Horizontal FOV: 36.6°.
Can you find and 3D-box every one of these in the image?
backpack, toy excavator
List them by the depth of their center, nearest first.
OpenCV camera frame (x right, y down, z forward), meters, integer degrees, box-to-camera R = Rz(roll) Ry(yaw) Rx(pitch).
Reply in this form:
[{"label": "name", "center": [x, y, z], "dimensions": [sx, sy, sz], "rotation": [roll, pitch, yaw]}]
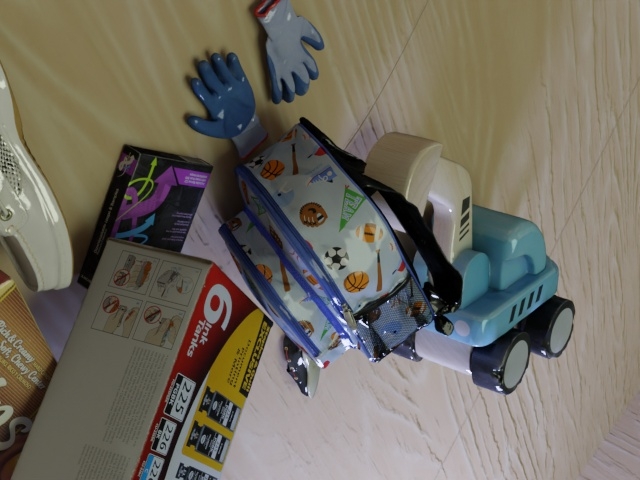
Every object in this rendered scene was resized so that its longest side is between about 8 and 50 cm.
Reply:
[{"label": "backpack", "center": [0.000, 0.000, 1.151], "dimensions": [0.213, 0.276, 0.263], "rotation": [-35, 138, -13]}, {"label": "toy excavator", "center": [0.214, 0.014, 1.492], "dimensions": [0.433, 0.222, 0.445], "rotation": [-26, 123, -44]}]

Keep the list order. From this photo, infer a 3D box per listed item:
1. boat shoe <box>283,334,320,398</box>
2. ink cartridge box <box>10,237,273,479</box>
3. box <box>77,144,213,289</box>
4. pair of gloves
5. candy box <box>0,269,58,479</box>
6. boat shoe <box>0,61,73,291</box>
[{"label": "boat shoe", "center": [-0.027, 0.183, 1.423], "dimensions": [0.133, 0.042, 0.049], "rotation": [80, 24, -45]}, {"label": "ink cartridge box", "center": [-0.171, 0.195, 1.028], "dimensions": [0.272, 0.130, 0.309], "rotation": [55, 50, -63]}, {"label": "box", "center": [-0.191, -0.019, 1.062], "dimensions": [0.116, 0.029, 0.162], "rotation": [5, 112, -54]}, {"label": "pair of gloves", "center": [-0.073, -0.185, 1.102], "dimensions": [0.198, 0.023, 0.159], "rotation": [-48, 146, -14]}, {"label": "candy box", "center": [-0.342, 0.178, 0.951], "dimensions": [0.183, 0.088, 0.316], "rotation": [-42, 142, -28]}, {"label": "boat shoe", "center": [-0.299, -0.055, 0.836], "dimensions": [0.096, 0.098, 0.277], "rotation": [-38, 131, -30]}]
